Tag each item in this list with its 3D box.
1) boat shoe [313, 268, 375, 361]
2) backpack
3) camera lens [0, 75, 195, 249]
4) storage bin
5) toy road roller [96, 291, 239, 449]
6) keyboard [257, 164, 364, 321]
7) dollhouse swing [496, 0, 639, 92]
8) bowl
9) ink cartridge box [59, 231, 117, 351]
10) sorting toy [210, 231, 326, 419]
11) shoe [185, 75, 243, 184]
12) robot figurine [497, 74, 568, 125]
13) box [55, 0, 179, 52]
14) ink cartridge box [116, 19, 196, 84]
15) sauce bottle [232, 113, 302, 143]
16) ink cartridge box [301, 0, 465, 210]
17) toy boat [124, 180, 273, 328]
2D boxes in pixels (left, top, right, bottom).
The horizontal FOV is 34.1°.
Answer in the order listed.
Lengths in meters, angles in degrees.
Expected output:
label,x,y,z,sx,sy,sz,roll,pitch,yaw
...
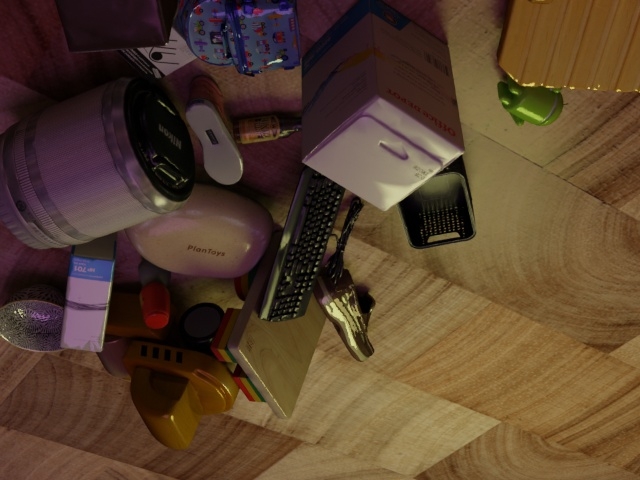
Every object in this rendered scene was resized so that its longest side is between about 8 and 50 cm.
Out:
label,x,y,z,sx,sy,sz,roll,pitch,yaw
boat shoe,0.070,0.148,2.049,0.095,0.095,0.257,-29,139,2
backpack,-0.120,-0.312,1.476,0.173,0.117,0.158,-5,140,-5
camera lens,-0.350,-0.118,1.627,0.274,0.219,0.219,-18,136,18
storage bin,0.194,-0.078,1.792,0.122,0.084,0.180,-10,138,11
toy road roller,-0.314,0.253,1.995,0.329,0.241,0.202,8,142,18
keyboard,0.000,0.000,1.821,0.201,0.033,0.317,-14,131,-47
dollhouse swing,0.424,-0.298,1.404,0.346,0.315,0.305,3,119,-5
bowl,-0.543,0.138,2.027,0.170,0.080,0.170,-1,140,-1
ink cartridge box,-0.414,0.082,1.871,0.082,0.140,0.191,9,114,-13
sorting toy,-0.100,0.158,1.949,0.089,0.255,0.257,2,143,26
shoe,-0.166,-0.177,1.669,0.063,0.081,0.178,-11,135,11
robot figurine,0.333,-0.222,1.641,0.115,0.067,0.101,21,136,-24
box,-0.269,-0.439,1.249,0.143,0.191,0.381,-5,131,4
ink cartridge box,-0.277,-0.326,1.521,0.097,0.046,0.207,-26,133,24
sauce bottle,-0.077,-0.184,1.695,0.128,0.042,0.042,-9,139,7
ink cartridge box,0.085,-0.201,1.531,0.171,0.233,0.168,28,131,-29
toy boat,-0.249,0.010,1.859,0.267,0.148,0.318,16,129,-26
